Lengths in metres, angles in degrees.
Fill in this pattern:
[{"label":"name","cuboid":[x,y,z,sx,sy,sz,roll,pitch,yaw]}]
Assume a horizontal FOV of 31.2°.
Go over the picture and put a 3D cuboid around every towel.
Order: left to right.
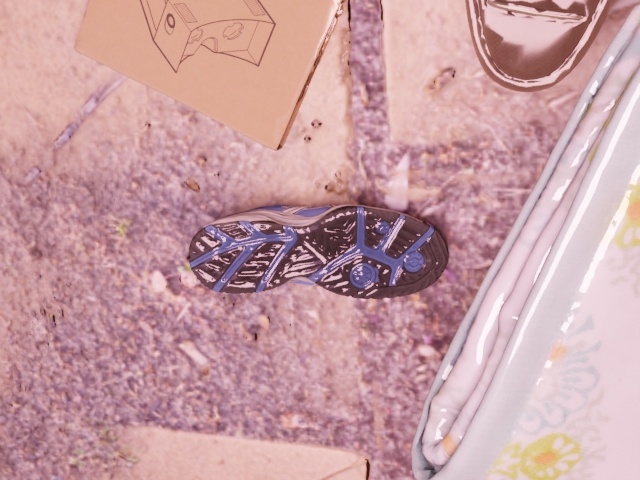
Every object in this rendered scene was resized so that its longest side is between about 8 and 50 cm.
[{"label":"towel","cuboid":[0.274,0.048,0.781,0.320,0.090,0.374,19,109,-19]}]

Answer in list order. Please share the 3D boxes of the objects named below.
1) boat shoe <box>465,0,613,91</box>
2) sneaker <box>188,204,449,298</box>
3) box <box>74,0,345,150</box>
[{"label":"boat shoe","cuboid":[0.161,-0.262,0.802,0.110,0.104,0.307,5,106,6]},{"label":"sneaker","cuboid":[0.000,0.000,0.942,0.211,0.081,0.080,4,106,-3]},{"label":"box","cuboid":[-0.091,-0.188,0.941,0.201,0.021,0.164,27,112,7]}]
